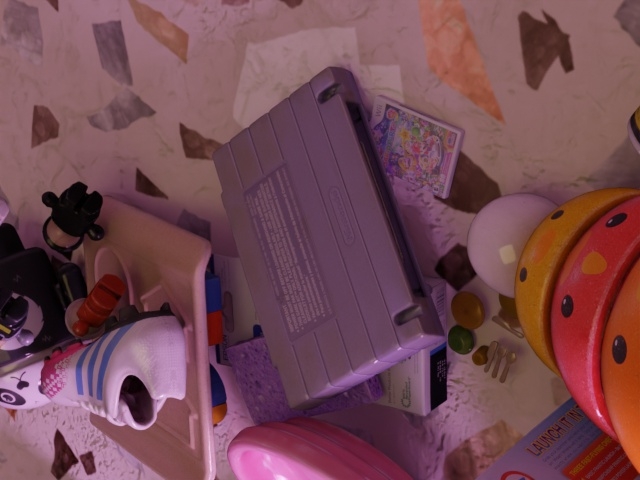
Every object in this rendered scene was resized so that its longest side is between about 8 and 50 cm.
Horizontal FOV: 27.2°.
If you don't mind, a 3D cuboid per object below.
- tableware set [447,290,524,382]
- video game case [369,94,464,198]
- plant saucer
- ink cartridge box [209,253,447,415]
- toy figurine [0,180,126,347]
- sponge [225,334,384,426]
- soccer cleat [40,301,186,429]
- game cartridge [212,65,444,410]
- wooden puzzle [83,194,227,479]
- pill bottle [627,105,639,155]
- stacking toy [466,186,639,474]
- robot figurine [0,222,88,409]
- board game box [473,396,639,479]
[{"bbox_3d":[0.203,0.084,1.555,0.104,0.024,0.154,32,124,29],"label":"tableware set"},{"bbox_3d":[0.108,-0.111,1.564,0.122,0.011,0.087,27,121,28],"label":"video game case"},{"bbox_3d":[0.037,0.331,1.651,0.332,0.084,0.332,31,155,16],"label":"plant saucer"},{"bbox_3d":[0.006,0.106,1.685,0.332,0.065,0.165,11,112,33],"label":"ink cartridge box"},{"bbox_3d":[-0.382,0.039,1.774,0.148,0.209,0.213,-42,63,57],"label":"toy figurine"},{"bbox_3d":[-0.022,0.164,1.666,0.210,0.031,0.117,-19,93,39],"label":"sponge"},{"bbox_3d":[-0.279,0.193,1.739,0.331,0.116,0.143,-34,64,51],"label":"soccer cleat"},{"bbox_3d":[0.000,0.000,1.581,0.230,0.068,0.355,-35,64,38],"label":"game cartridge"},{"bbox_3d":[-0.223,0.133,1.824,0.322,0.080,0.348,22,115,50],"label":"wooden puzzle"},{"bbox_3d":[0.389,-0.146,1.275,0.103,0.103,0.184,47,128,15],"label":"pill bottle"},{"bbox_3d":[0.307,0.064,1.309,0.480,0.350,0.351,24,122,53],"label":"stacking toy"},{"bbox_3d":[-0.462,0.116,1.974,0.209,0.173,0.278,-20,93,48],"label":"robot figurine"},{"bbox_3d":[0.331,0.301,1.345,0.302,0.308,0.086,33,125,25],"label":"board game box"}]
